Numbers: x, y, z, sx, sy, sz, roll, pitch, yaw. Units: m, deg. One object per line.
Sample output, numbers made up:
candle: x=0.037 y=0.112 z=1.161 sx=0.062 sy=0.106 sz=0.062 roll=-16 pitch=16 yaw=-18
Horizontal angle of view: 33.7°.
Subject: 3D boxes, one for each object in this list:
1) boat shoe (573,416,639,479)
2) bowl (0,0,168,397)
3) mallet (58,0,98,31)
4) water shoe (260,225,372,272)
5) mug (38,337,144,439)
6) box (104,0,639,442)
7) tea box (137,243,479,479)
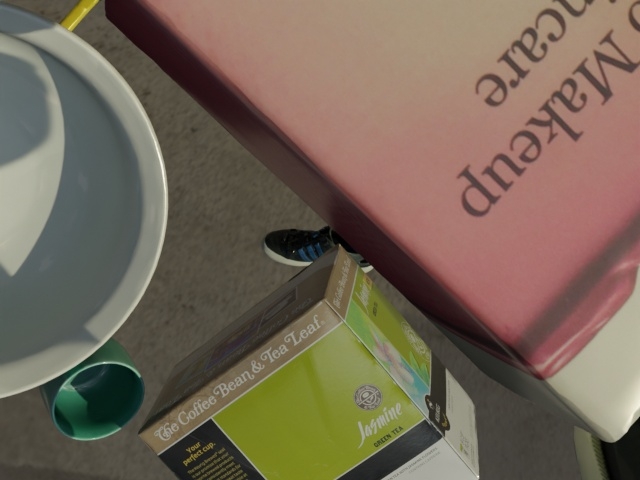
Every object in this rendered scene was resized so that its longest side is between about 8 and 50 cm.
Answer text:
boat shoe: x=0.222 y=0.161 z=0.381 sx=0.127 sy=0.340 sz=0.113 roll=6 pitch=131 yaw=-31
bowl: x=-0.272 y=-0.039 z=0.784 sx=0.298 sy=0.134 sz=0.297 roll=-6 pitch=109 yaw=-18
mallet: x=-0.250 y=-0.198 z=0.980 sx=0.190 sy=0.039 sz=0.062 roll=-42 pitch=101 yaw=-4
water shoe: x=0.000 y=0.000 z=1.819 sx=0.203 sy=0.073 sz=0.080 roll=8 pitch=138 yaw=-1
mug: x=-0.313 y=0.178 z=1.423 sx=0.130 sy=0.097 sz=0.157 roll=-6 pitch=122 yaw=-29
box: x=0.053 y=-0.063 z=0.394 sx=0.232 sy=0.127 sz=0.148 roll=42 pitch=86 yaw=-12
tea box: x=-0.008 y=0.245 z=1.460 sx=0.329 sy=0.220 sz=0.323 roll=-36 pitch=102 yaw=17
